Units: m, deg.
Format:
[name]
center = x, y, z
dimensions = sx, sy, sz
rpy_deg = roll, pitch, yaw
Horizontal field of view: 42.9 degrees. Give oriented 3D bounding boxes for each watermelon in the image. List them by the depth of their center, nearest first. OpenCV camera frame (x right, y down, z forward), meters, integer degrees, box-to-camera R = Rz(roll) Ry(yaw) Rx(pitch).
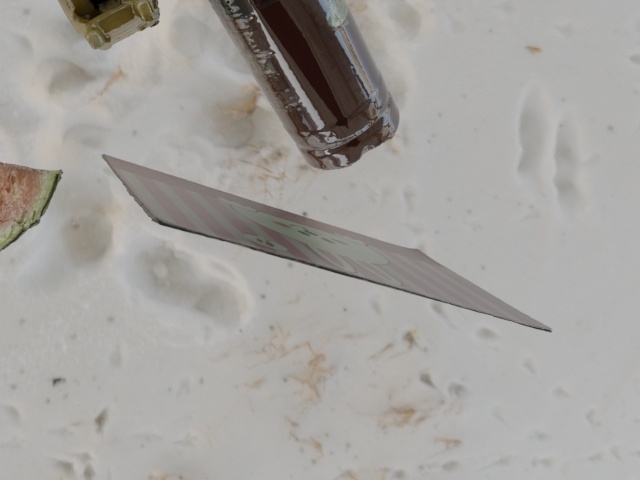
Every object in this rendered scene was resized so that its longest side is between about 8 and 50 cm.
[watermelon]
center = -0.322, -0.028, 0.690
dimensions = 0.063, 0.245, 0.119
rpy_deg = 41, 109, 15

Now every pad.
[pad]
center = 0.000, -0.001, 0.593
dimensions = 0.300, 0.202, 0.005
rpy_deg = 17, 99, -27

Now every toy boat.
[toy boat]
center = -0.194, -0.229, 0.658
dimensions = 0.068, 0.226, 0.088
rpy_deg = -31, 141, -4

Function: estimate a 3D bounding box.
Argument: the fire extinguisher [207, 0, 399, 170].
[fire extinguisher]
center = -0.035, -0.216, 0.741
dimensions = 0.114, 0.135, 0.337
rpy_deg = -36, 128, -4
